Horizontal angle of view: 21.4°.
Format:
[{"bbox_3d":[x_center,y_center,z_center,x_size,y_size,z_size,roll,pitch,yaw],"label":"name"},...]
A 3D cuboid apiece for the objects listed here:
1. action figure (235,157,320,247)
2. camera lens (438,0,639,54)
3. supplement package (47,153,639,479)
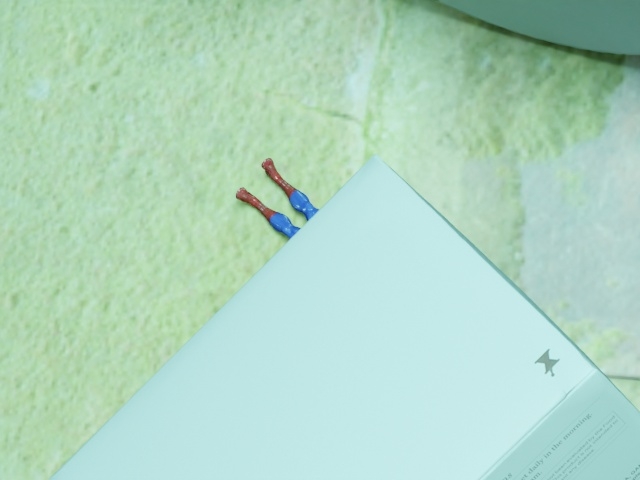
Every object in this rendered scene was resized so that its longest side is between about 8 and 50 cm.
[{"bbox_3d":[0.000,0.000,0.984,0.115,0.030,0.038,41,86,18],"label":"action figure"},{"bbox_3d":[0.146,-0.263,0.898,0.219,0.219,0.274,18,84,19],"label":"camera lens"},{"bbox_3d":[0.019,0.129,0.848,0.262,0.145,0.204,-44,43,2],"label":"supplement package"}]
